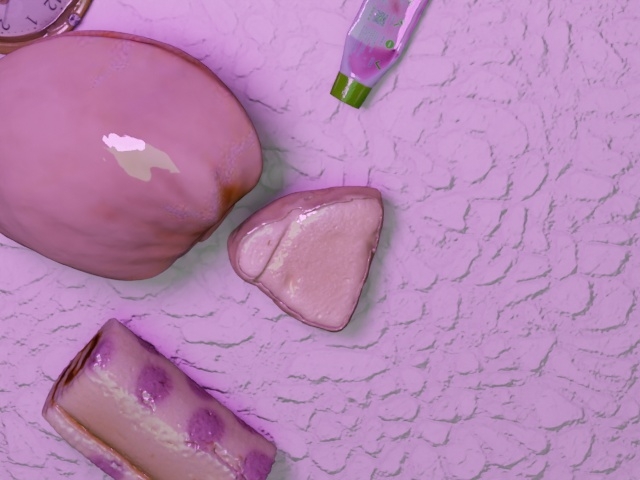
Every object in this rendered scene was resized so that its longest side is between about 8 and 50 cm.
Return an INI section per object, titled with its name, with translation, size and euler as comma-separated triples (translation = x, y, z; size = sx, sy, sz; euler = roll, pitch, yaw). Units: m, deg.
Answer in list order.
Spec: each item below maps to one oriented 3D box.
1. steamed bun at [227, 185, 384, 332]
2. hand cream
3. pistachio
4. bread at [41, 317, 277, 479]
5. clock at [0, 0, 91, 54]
[steamed bun]
translation = -0.029, 0.004, 1.965
size = 0.212, 0.110, 0.231
euler = 15, 106, -18
[hand cream]
translation = 0.094, -0.318, 1.894
size = 0.079, 0.050, 0.275
euler = 21, 104, -29
[pistachio]
translation = -0.292, -0.116, 1.878
size = 0.445, 0.281, 0.365
euler = 1, 117, 18
[bread]
translation = -0.245, 0.289, 2.049
size = 0.338, 0.155, 0.187
euler = 39, 114, -10
[clock]
translation = -0.429, -0.375, 1.874
size = 0.237, 0.057, 0.237
euler = -14, 123, -22
